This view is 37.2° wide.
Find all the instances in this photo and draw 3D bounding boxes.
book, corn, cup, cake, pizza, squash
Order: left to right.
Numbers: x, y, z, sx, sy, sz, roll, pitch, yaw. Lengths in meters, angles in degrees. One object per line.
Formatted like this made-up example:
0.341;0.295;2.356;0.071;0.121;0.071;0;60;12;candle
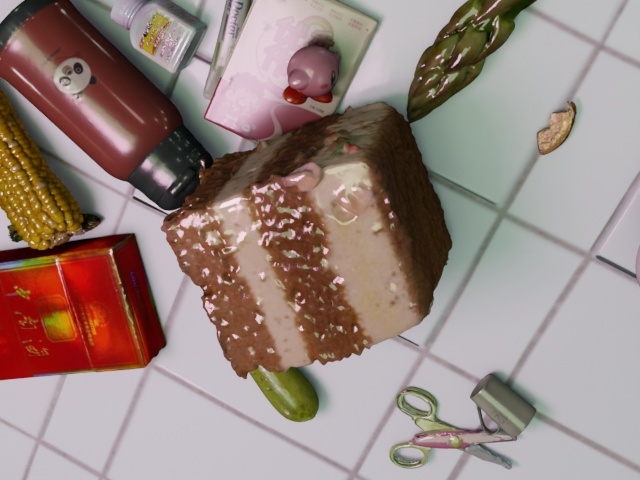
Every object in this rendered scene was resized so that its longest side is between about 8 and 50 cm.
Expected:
-0.464;-0.125;1.405;0.102;0.102;0.313;-35;87;24;corn
-0.076;0.194;1.437;0.066;0.066;0.201;-37;96;24;squash
-0.043;-0.229;1.287;0.162;0.022;0.232;26;115;-4;book
0.000;0.000;1.231;0.290;0.256;0.282;-13;112;22;cake
0.257;0.240;1.374;0.083;0.054;0.075;41;144;2;cup
0.306;-0.145;1.235;0.037;0.016;0.083;29;118;2;pizza

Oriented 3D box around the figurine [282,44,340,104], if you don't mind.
-0.012;-0.217;1.234;0.067;0.083;0.071;40;129;17;figurine

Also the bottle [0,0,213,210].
-0.296;-0.181;1.319;0.336;0.144;0.144;45;114;-4;bottle

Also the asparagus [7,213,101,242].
-0.411;-0.021;1.472;0.165;0.030;0.036;-5;86;19;asparagus

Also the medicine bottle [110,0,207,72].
-0.225;-0.293;1.307;0.118;0.055;0.074;35;116;2;medicine bottle

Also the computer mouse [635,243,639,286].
0.513;0.055;1.084;0.297;0.121;0.184;32;112;5;computer mouse

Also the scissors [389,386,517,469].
0.198;0.295;1.423;0.187;0.020;0.134;11;108;13;scissors

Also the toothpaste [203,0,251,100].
-0.121;-0.279;1.297;0.048;0.029;0.197;16;116;2;toothpaste

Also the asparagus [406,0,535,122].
0.193;-0.260;1.192;0.080;0.080;0.287;38;115;0;asparagus

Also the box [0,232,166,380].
-0.419;0.108;1.491;0.313;0.089;0.197;-8;106;17;box
